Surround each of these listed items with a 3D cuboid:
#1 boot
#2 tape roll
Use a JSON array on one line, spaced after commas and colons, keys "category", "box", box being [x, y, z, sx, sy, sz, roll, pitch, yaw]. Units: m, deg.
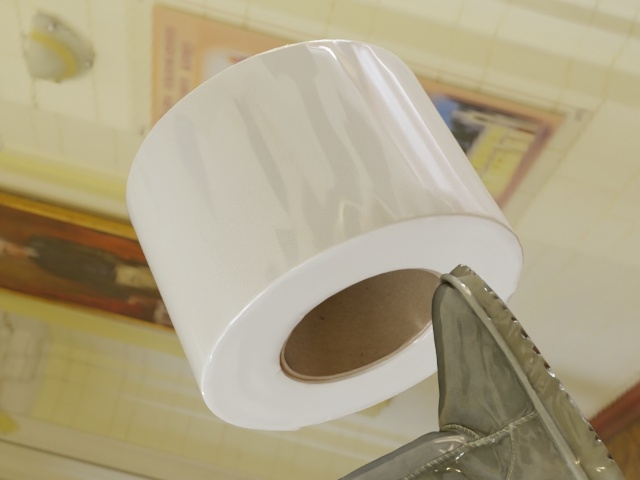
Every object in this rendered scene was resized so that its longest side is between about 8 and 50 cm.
[{"category": "boot", "box": [0.027, 0.121, 0.563, 0.208, 0.076, 0.190, -34, 34, 6]}, {"category": "tape roll", "box": [0.000, 0.000, 0.821, 0.246, 0.246, 0.169, 108, 143, -50]}]
